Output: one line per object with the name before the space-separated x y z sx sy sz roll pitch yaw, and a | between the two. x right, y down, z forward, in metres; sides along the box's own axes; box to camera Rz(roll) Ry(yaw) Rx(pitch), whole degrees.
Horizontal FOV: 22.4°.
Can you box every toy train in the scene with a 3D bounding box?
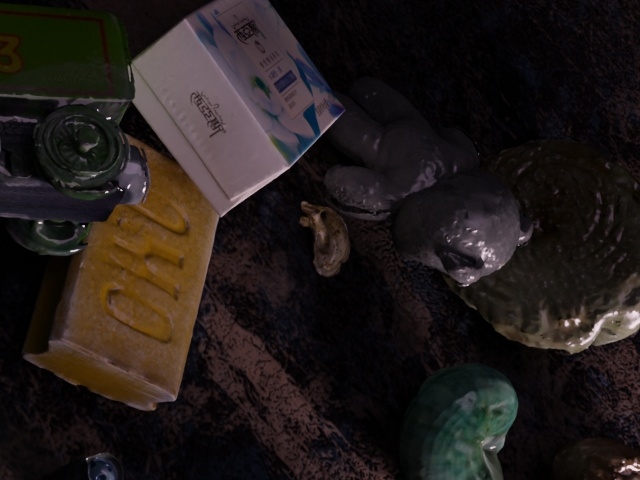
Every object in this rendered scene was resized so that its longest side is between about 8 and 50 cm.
toy train | -0.334 -0.121 1.656 0.307 0.173 0.248 1 60 -24

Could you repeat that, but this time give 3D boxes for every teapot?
teapot | -0.238 0.255 1.653 0.049 0.083 0.063 -14 81 -43

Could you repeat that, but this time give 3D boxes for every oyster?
oyster | 0.000 0.000 2.026 0.081 0.038 0.083 22 83 -2

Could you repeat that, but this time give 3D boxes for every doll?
doll | 0.119 -0.069 2.076 0.340 0.158 0.246 39 41 24

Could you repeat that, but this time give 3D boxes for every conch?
conch | 0.170 0.240 1.981 0.196 0.134 0.202 78 22 -44

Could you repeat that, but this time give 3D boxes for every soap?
soap | -0.214 0.033 1.777 0.173 0.089 0.274 30 54 -29

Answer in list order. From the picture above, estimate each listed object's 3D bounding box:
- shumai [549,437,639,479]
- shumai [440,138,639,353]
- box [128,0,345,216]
shumai | 0.389 0.446 2.061 0.346 0.217 0.283 43 70 -7
shumai | 0.326 0.041 2.201 0.263 0.304 0.309 54 33 -58
box | -0.098 -0.174 1.893 0.203 0.116 0.274 54 22 -6
